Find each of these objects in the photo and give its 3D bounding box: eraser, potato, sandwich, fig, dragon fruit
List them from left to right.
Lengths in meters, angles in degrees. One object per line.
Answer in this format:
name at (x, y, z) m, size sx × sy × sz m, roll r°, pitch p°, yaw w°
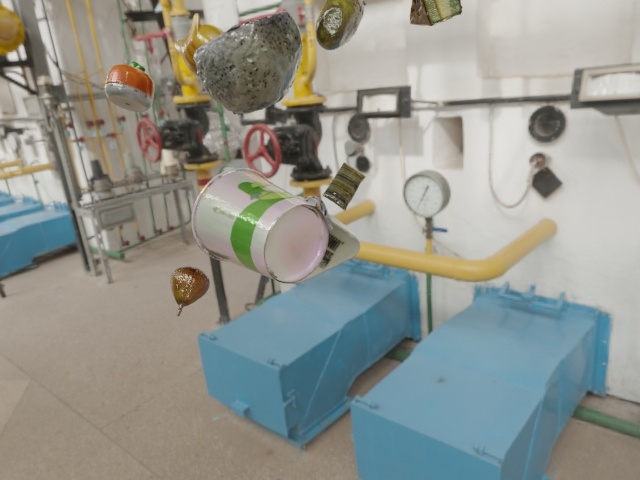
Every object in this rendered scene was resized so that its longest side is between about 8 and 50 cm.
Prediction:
fig at (-0.396, 0.155, 1.539) m, size 0.119 × 0.153 × 0.119 m, roll -6°, pitch -13°, yaw -1°
dragon fruit at (-0.155, -0.461, 1.332) m, size 0.283 × 0.204 × 0.221 m, roll -33°, pitch 19°, yaw -32°
eraser at (0.000, 0.000, 2.005) m, size 0.331 × 0.332 × 0.150 m, roll -11°, pitch 23°, yaw -13°
potato at (0.056, -0.613, 1.387) m, size 0.113 × 0.149 × 0.251 m, roll 18°, pitch 50°, yaw -1°
sandwich at (0.237, -0.539, 1.101) m, size 0.079 × 0.114 × 0.163 m, roll -20°, pitch 25°, yaw 4°

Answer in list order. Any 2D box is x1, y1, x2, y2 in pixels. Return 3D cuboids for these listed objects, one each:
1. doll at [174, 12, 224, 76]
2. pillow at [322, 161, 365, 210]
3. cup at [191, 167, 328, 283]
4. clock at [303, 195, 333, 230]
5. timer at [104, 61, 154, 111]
doll at (-0.281, -0.529, 1.498) m, size 0.269 × 0.166 × 0.162 m, roll 19°, pitch 43°, yaw -37°
pillow at (0.097, -0.220, 2.016) m, size 0.113 × 0.038 × 0.203 m, roll 33°, pitch 58°, yaw -4°
cup at (-0.137, -0.027, 1.213) m, size 0.253 × 0.253 × 0.274 m, roll -19°, pitch 30°, yaw -35°
clock at (-0.024, -0.069, 1.814) m, size 0.079 × 0.176 × 0.117 m, roll -1°, pitch 40°, yaw 31°
timer at (-0.497, -0.411, 1.324) m, size 0.099 × 0.136 × 0.136 m, roll -7°, pitch 17°, yaw 22°
